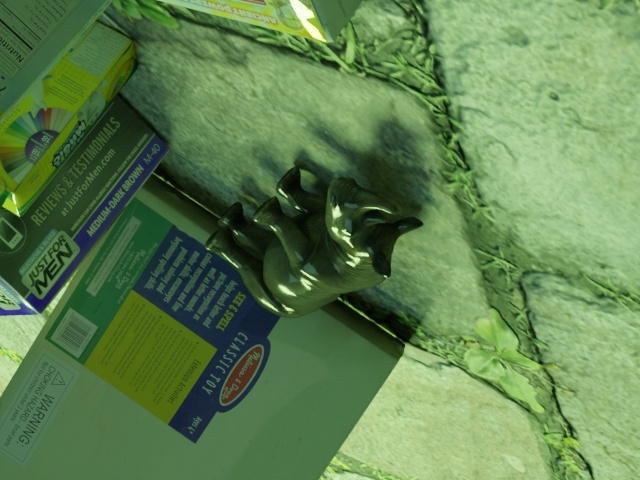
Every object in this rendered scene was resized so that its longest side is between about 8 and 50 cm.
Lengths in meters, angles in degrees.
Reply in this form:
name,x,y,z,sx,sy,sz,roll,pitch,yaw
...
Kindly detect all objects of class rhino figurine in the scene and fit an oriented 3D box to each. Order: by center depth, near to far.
name,x,y,z,sx,sy,sz,roll,pitch,yaw
rhino figurine,0.000,0.000,1.280,0.106,0.073,0.243,45,153,-11

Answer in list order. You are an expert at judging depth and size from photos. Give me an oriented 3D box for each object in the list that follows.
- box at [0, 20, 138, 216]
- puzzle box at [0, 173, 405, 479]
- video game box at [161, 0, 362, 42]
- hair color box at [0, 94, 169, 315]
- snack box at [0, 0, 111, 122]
name,x,y,z,sx,sy,sz,roll,pitch,yaw
box,-0.228,-0.097,1.265,0.105,0.179,0.043,29,155,15
puzzle box,-0.144,0.180,1.471,0.272,0.409,0.052,35,-164,3
video game box,-0.089,-0.217,1.032,0.205,0.048,0.187,19,148,33
hair color box,-0.294,-0.032,1.462,0.110,0.185,0.339,46,154,-22
snack box,-0.175,-0.131,0.991,0.070,0.207,0.174,41,155,-11
